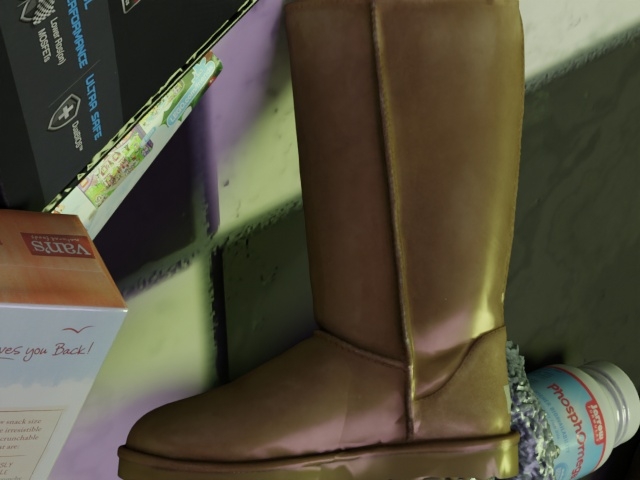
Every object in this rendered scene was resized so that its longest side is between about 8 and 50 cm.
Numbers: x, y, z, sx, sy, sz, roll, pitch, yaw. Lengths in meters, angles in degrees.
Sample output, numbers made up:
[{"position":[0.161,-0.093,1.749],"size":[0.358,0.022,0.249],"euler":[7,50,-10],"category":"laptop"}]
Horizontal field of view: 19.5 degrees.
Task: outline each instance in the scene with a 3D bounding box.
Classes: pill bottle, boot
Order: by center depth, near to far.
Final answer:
[{"position":[0.000,0.000,1.034],"size":[0.236,0.089,0.269],"euler":[-2,89,-12],"category":"boot"},{"position":[0.159,0.141,1.365],"size":[0.160,0.087,0.087],"euler":[-18,131,-37],"category":"pill bottle"}]

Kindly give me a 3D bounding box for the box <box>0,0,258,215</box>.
[{"position":[-0.060,-0.180,0.719],"size":[0.293,0.073,0.295],"euler":[-47,163,-21],"category":"box"}]

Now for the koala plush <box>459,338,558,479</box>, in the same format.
[{"position":[0.025,0.151,1.168],"size":[0.221,0.196,0.203],"euler":[1,107,-46],"category":"koala plush"}]

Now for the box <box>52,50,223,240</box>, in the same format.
[{"position":[-0.184,-0.038,0.841],"size":[0.293,0.057,0.201],"euler":[-54,143,-17],"category":"box"}]

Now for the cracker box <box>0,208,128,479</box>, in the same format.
[{"position":[-0.196,0.090,0.768],"size":[0.156,0.067,0.232],"euler":[5,128,-36],"category":"cracker box"}]

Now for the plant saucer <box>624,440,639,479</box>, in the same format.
[{"position":[0.365,0.183,1.647],"size":[0.311,0.050,0.310],"euler":[-27,136,-29],"category":"plant saucer"}]
